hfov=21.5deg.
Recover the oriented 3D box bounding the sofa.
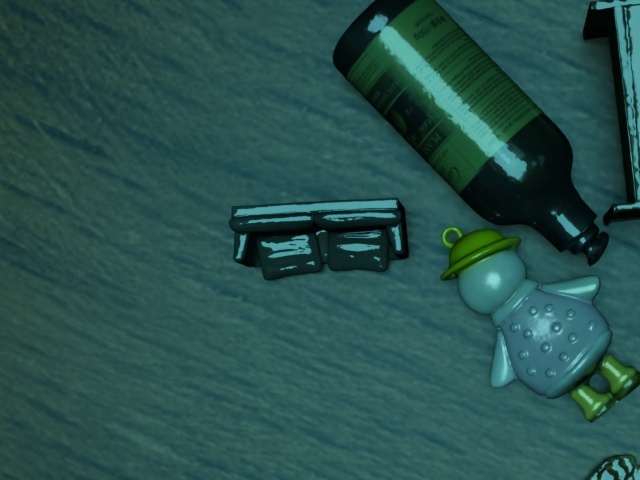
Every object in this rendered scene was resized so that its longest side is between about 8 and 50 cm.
[{"bbox_3d":[0.000,0.000,1.443,0.147,0.085,0.060,-3,84,6],"label":"sofa"}]

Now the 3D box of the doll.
[{"bbox_3d":[0.177,0.064,1.421,0.129,0.081,0.207,-46,80,8],"label":"doll"}]

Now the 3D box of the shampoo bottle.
[{"bbox_3d":[0.137,-0.088,1.423,0.101,0.101,0.284,-44,84,3],"label":"shampoo bottle"}]

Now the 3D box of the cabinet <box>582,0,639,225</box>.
[{"bbox_3d":[0.331,-0.111,1.377,0.215,0.148,0.175,-5,87,7],"label":"cabinet"}]

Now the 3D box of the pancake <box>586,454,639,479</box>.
[{"bbox_3d":[0.295,0.206,1.431,0.190,0.020,0.184,5,88,6],"label":"pancake"}]
